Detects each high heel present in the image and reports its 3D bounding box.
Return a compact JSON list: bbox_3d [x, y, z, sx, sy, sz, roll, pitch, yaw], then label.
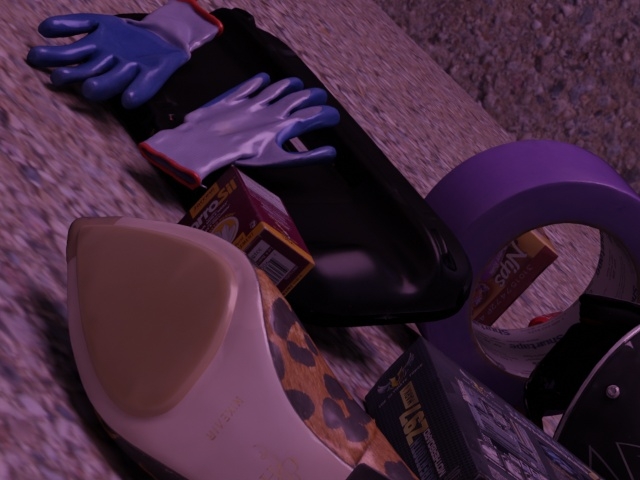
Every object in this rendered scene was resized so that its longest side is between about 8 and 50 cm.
[{"bbox_3d":[-0.014,0.099,0.810,0.261,0.093,0.186,42,-9,40],"label":"high heel"}]

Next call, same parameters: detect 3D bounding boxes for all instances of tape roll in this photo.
[{"bbox_3d":[0.157,0.028,1.340,0.189,0.189,0.080,37,12,-27],"label":"tape roll"}]

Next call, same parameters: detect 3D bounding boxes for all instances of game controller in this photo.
[{"bbox_3d":[-0.034,-0.054,1.231,0.166,0.067,0.319,-9,43,-32],"label":"game controller"}]

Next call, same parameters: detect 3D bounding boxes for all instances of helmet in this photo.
[{"bbox_3d":[0.210,0.124,1.238,0.169,0.169,0.161,37,-4,-30],"label":"helmet"}]

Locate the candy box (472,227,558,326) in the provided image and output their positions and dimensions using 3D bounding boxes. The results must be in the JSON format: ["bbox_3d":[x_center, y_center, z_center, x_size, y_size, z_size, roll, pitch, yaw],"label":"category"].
[{"bbox_3d":[0.126,0.007,1.519,0.053,0.109,0.186,40,11,-16],"label":"candy box"}]

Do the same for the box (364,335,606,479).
[{"bbox_3d":[0.138,0.172,1.061,0.233,0.059,0.183,39,12,-18],"label":"box"}]

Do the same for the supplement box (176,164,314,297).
[{"bbox_3d":[-0.044,0.003,1.072,0.043,0.055,0.083,37,12,-30],"label":"supplement box"}]

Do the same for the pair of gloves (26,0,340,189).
[{"bbox_3d":[-0.082,-0.099,1.188,0.198,0.023,0.159,35,39,21],"label":"pair of gloves"}]

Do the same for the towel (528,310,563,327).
[{"bbox_3d":[0.293,0.143,1.809,0.199,0.031,0.275,43,9,12],"label":"towel"}]
